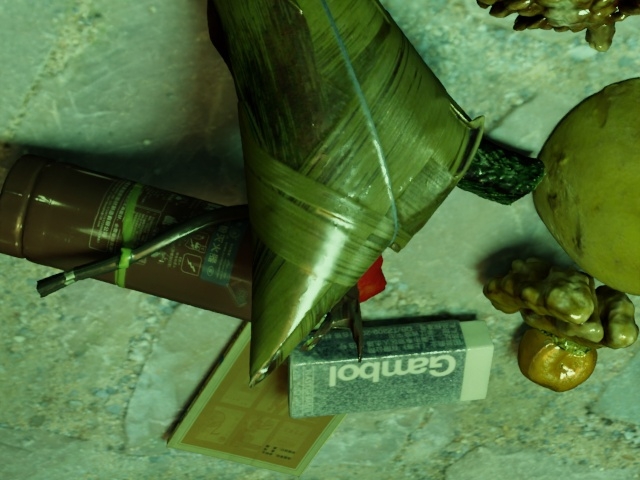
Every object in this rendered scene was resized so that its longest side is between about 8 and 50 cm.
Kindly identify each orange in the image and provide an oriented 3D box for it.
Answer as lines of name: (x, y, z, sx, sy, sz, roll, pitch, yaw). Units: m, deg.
orange: (0.250, 0.121, 1.615, 0.086, 0.062, 0.086, -4, 121, -7)

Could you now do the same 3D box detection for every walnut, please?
walnut: (0.242, 0.061, 1.505, 0.143, 0.170, 0.069, 24, 85, -25)

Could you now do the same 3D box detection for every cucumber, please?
cucumber: (0.109, -0.089, 1.388, 0.214, 0.052, 0.058, 24, 98, -28)

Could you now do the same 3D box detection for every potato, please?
potato: (0.302, -0.028, 1.411, 0.178, 0.158, 0.203, 21, 125, -28)

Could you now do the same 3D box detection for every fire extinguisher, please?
fire extinguisher: (-0.115, 0.020, 1.327, 0.341, 0.141, 0.105, 15, 153, 8)

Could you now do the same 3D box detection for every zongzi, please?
zongzi: (-0.033, -0.069, 1.210, 0.300, 0.138, 0.286, -51, 117, -19)

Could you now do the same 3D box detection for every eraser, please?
eraser: (0.070, 0.134, 1.588, 0.212, 0.046, 0.092, -5, 135, -7)

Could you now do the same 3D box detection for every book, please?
book: (-0.043, 0.165, 1.645, 0.170, 0.018, 0.242, 17, 129, -24)

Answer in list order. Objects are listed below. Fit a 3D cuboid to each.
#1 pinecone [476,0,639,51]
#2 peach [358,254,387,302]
pinecone: (0.186, -0.251, 1.150, 0.185, 0.169, 0.212, -21, 134, 15)
peach: (-0.005, 0.006, 1.433, 0.151, 0.151, 0.118, 1, 91, -10)
